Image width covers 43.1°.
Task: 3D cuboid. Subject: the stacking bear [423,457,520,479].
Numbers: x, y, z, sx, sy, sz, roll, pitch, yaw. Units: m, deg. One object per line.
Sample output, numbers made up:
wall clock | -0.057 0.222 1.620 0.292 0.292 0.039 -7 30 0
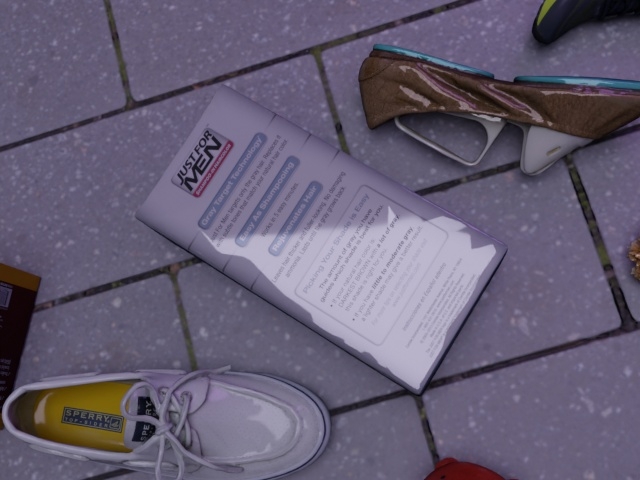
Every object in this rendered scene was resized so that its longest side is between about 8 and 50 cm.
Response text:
stacking bear | 0.114 0.361 0.812 0.175 0.164 0.289 8 63 41

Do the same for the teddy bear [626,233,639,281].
teddy bear | 0.483 0.082 0.844 0.245 0.113 0.338 -20 76 6

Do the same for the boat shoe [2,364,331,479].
boat shoe | -0.176 0.195 0.890 0.367 0.156 0.136 5 80 10

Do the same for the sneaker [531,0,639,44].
sneaker | 0.388 -0.303 0.940 0.300 0.111 0.121 -28 80 4

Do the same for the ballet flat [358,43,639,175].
ballet flat | 0.207 -0.144 0.939 0.342 0.116 0.124 10 100 10

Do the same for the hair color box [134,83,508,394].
hair color box | 0.000 0.000 0.928 0.374 0.113 0.185 31 84 12

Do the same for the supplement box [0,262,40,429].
supplement box | -0.444 0.110 0.927 0.129 0.191 0.194 9 79 10
